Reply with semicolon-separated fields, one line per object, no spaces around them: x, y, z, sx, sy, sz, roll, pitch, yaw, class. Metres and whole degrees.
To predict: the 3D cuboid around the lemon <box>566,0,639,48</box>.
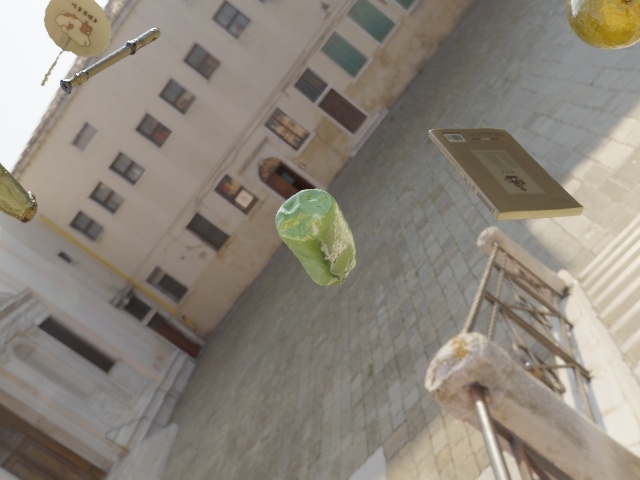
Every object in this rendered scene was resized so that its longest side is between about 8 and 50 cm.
0.592;-0.471;1.236;0.170;0.170;0.207;-51;6;13;lemon

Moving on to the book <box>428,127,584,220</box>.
0.249;-0.097;0.843;0.199;0.138;0.016;-115;30;-44;book

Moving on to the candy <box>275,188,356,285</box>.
0.000;0.000;1.449;0.343;0.132;0.142;62;-140;-63;candy

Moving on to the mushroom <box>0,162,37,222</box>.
-0.816;-0.173;1.480;0.087;0.333;0.107;-39;37;-10;mushroom

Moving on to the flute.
-0.368;-0.325;1.091;0.233;0.027;0.027;-51;6;-38;flute

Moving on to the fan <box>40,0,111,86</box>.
-0.747;-0.577;1.800;0.329;0.190;0.009;-44;27;23;fan
